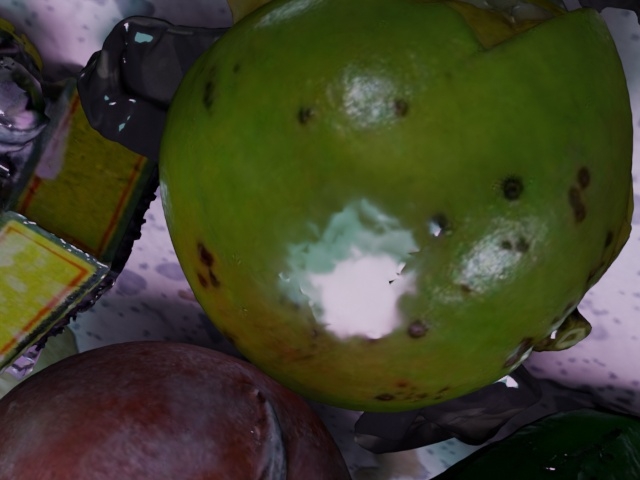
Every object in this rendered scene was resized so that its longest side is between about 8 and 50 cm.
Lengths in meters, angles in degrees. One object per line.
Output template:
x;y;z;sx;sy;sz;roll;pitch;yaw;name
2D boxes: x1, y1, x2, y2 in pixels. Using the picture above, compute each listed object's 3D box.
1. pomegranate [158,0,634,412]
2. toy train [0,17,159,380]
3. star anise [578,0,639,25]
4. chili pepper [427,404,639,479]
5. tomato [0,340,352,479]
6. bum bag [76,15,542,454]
0.015;-0.069;0.713;0.236;0.236;0.302;-33;88;49;pomegranate
-0.213;-0.025;0.969;0.177;0.134;0.261;31;143;-17;toy train
0.141;-0.167;0.641;0.195;0.065;0.182;35;142;-6;star anise
0.120;0.235;0.937;0.233;0.256;0.248;52;133;24;chili pepper
-0.117;0.225;1.057;0.282;0.317;0.317;-3;134;46;tomato
0.000;0.000;0.899;0.144;0.095;0.340;-20;116;41;bum bag
